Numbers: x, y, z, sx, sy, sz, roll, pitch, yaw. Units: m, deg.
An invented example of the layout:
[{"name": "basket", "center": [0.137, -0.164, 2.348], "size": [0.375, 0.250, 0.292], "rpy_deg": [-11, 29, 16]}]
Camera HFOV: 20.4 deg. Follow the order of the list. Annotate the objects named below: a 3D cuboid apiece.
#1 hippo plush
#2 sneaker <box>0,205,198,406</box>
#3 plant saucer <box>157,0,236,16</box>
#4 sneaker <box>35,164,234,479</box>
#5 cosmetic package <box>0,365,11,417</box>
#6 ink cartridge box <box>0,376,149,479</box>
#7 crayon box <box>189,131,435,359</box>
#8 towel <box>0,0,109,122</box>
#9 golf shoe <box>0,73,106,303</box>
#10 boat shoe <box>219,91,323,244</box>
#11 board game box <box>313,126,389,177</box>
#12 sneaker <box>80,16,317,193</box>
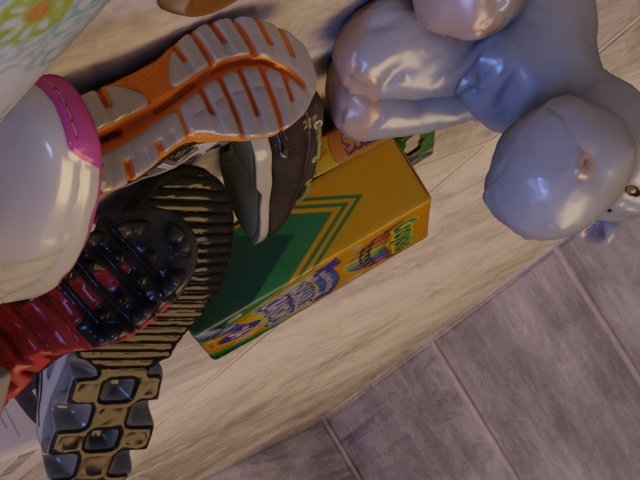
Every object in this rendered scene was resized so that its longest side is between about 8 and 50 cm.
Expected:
[{"name": "hippo plush", "center": [0.158, -0.096, 1.393], "size": [0.294, 0.236, 0.234], "rpy_deg": [-19, 164, -48]}, {"name": "sneaker", "center": [-0.204, 0.043, 1.354], "size": [0.276, 0.097, 0.135], "rpy_deg": [-31, -167, 21]}, {"name": "plant saucer", "center": [-0.061, -0.160, 1.089], "size": [0.083, 0.015, 0.083], "rpy_deg": [-30, 170, -6]}, {"name": "sneaker", "center": [-0.182, 0.050, 1.518], "size": [0.122, 0.146, 0.330], "rpy_deg": [7, 124, -33]}, {"name": "cosmetic package", "center": [-0.299, 0.130, 1.200], "size": [0.231, 0.117, 0.085], "rpy_deg": [-59, 164, -83]}, {"name": "ink cartridge box", "center": [-0.314, 0.186, 1.753], "size": [0.237, 0.100, 0.172], "rpy_deg": [-17, 163, -50]}, {"name": "crayon box", "center": [0.000, 0.000, 1.826], "size": [0.323, 0.083, 0.203], "rpy_deg": [-31, 170, -3]}, {"name": "towel", "center": [-0.225, -0.094, 0.731], "size": [0.320, 0.090, 0.374], "rpy_deg": [-38, 168, 35]}, {"name": "golf shoe", "center": [-0.244, 0.006, 1.091], "size": [0.140, 0.115, 0.306], "rpy_deg": [-15, 161, -45]}, {"name": "boat shoe", "center": [-0.037, -0.060, 1.439], "size": [0.069, 0.081, 0.228], "rpy_deg": [-25, 166, -12]}, {"name": "board game box", "center": [0.080, -0.116, 1.571], "size": [0.259, 0.039, 0.124], "rpy_deg": [-25, -177, -19]}, {"name": "sneaker", "center": [-0.100, -0.087, 1.179], "size": [0.215, 0.084, 0.083], "rpy_deg": [-22, 180, -27]}]
